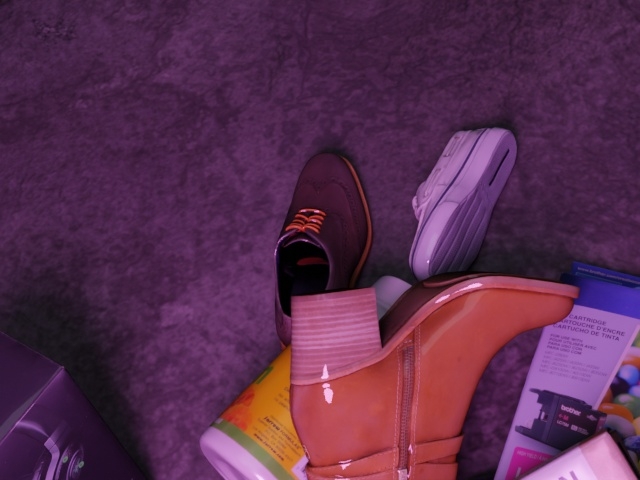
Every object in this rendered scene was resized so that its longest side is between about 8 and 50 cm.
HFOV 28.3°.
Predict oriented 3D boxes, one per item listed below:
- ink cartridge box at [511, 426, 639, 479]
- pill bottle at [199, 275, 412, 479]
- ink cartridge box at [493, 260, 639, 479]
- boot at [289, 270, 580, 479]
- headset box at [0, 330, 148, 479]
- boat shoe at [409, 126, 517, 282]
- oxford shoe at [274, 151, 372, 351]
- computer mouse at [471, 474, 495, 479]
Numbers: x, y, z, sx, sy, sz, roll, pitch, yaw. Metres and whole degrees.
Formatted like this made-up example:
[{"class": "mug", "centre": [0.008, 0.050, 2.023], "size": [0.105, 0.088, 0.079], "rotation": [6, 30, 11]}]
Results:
[{"class": "ink cartridge box", "centre": [0.184, 0.292, 1.032], "size": [0.235, 0.088, 0.193], "rotation": [-32, 76, 10]}, {"class": "pill bottle", "centre": [0.014, 0.152, 1.223], "size": [0.136, 0.136, 0.246], "rotation": [33, 68, 32]}, {"class": "ink cartridge box", "centre": [0.286, 0.143, 1.179], "size": [0.186, 0.065, 0.311], "rotation": [14, 52, 17]}, {"class": "boot", "centre": [0.110, 0.142, 1.130], "size": [0.283, 0.109, 0.220], "rotation": [-7, 91, -25]}, {"class": "headset box", "centre": [-0.308, 0.242, 1.154], "size": [0.131, 0.283, 0.246], "rotation": [24, 65, 29]}, {"class": "boat shoe", "centre": [0.139, -0.036, 1.375], "size": [0.076, 0.083, 0.226], "rotation": [7, 44, 34]}, {"class": "oxford shoe", "centre": [0.000, 0.000, 1.363], "size": [0.097, 0.098, 0.271], "rotation": [-6, 53, 11]}, {"class": "computer mouse", "centre": [0.230, 0.254, 1.158], "size": [0.242, 0.041, 0.071], "rotation": [0, 50, 8]}]
